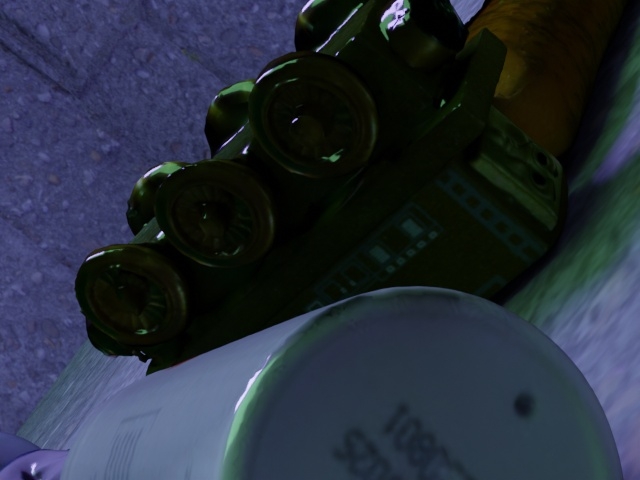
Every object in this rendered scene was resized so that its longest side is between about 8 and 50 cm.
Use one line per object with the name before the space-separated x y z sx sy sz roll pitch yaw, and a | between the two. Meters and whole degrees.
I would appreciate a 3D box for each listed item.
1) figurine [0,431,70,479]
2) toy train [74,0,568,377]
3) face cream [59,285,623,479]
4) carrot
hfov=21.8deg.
figurine | -0.235 0.201 1.190 0.194 0.133 0.274 -38 7 -10
toy train | 0.000 0.000 0.670 0.225 0.137 0.090 -42 14 34
face cream | -0.023 0.083 0.523 0.102 0.102 0.345 -54 8 -16
carrot | 0.109 -0.104 0.777 0.070 0.070 0.260 -46 7 40
